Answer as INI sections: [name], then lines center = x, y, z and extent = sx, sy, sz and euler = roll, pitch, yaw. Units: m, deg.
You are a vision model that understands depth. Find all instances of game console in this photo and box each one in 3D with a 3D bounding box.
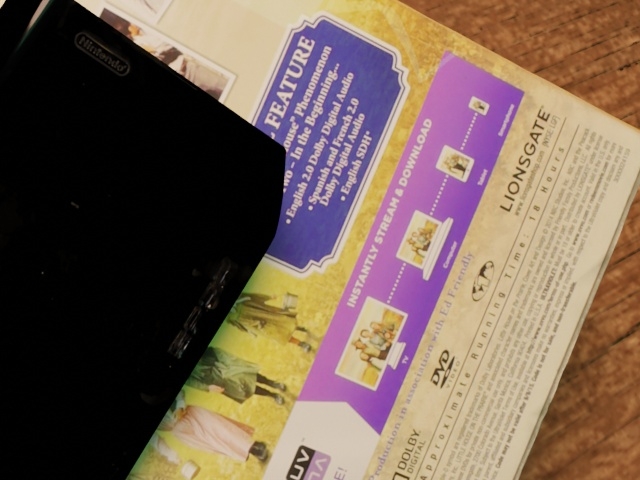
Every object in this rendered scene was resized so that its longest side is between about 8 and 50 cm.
[game console]
center = -0.190, -0.024, 0.494
extent = 0.361, 0.044, 0.213
euler = 33, 86, -30

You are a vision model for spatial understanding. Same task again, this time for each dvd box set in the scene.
[dvd box set]
center = -0.092, 0.008, 0.623
extent = 0.420, 0.062, 0.308
euler = 24, 85, -20
